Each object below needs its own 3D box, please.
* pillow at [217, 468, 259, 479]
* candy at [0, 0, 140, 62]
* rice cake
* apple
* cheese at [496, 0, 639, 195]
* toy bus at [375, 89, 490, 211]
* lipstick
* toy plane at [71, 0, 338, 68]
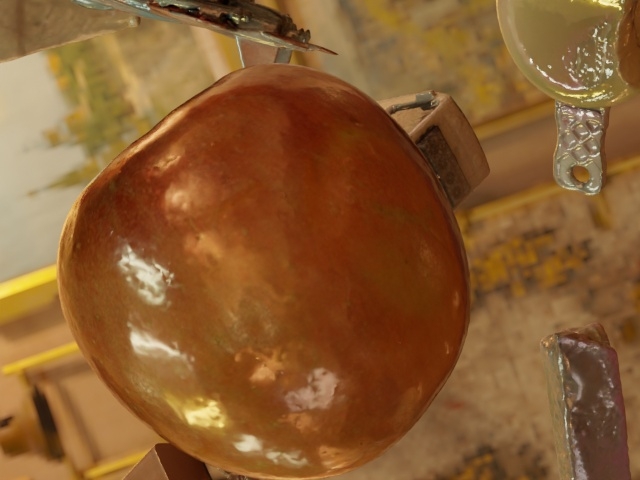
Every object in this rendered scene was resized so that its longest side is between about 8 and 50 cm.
[{"bbox_3d":[-0.098,0.157,1.802,0.248,0.049,0.135,52,-128,-45],"label":"pillow"},{"bbox_3d":[-0.325,-0.384,1.945,0.145,0.208,0.359,-122,24,-46],"label":"candy"},{"bbox_3d":[0.279,0.253,1.759,0.064,0.070,0.399,-123,20,-64],"label":"rice cake"},{"bbox_3d":[-0.030,0.026,1.020,0.253,0.253,0.253,-19,-90,-85],"label":"apple"},{"bbox_3d":[0.242,-0.166,1.587,0.082,0.163,0.286,-43,-44,-42],"label":"cheese"},{"bbox_3d":[0.000,0.000,1.375,0.342,0.138,0.097,-44,-68,-37],"label":"toy bus"},{"bbox_3d":[-0.141,0.212,1.311,0.045,0.145,0.045,7,-135,-45],"label":"lipstick"},{"bbox_3d":[-0.145,-0.239,1.683,0.326,0.104,0.223,28,-171,10],"label":"toy plane"}]
